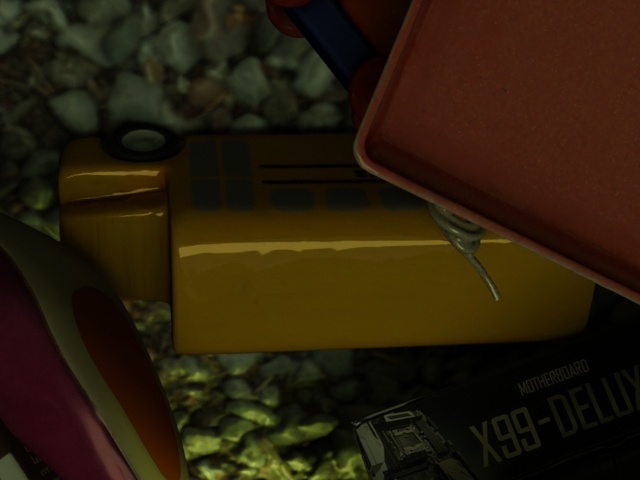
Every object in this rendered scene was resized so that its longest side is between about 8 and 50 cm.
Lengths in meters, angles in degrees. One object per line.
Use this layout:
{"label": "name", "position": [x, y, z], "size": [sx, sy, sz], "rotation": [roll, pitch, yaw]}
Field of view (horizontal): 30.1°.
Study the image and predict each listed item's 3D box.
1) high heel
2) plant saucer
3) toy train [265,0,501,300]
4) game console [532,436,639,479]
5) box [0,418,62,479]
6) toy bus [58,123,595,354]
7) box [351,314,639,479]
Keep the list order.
{"label": "high heel", "position": [-0.230, 0.045, 0.687], "size": [0.181, 0.127, 0.377], "rotation": [-36, 79, 7]}
{"label": "plant saucer", "position": [0.162, -0.109, 0.650], "size": [0.259, 0.047, 0.259], "rotation": [24, 85, -22]}
{"label": "toy train", "position": [0.080, -0.107, 0.684], "size": [0.143, 0.105, 0.248], "rotation": [-38, 87, 1]}
{"label": "game console", "position": [0.161, 0.198, 0.823], "size": [0.386, 0.060, 0.342], "rotation": [-32, 152, 30]}
{"label": "box", "position": [-0.203, 0.192, 0.793], "size": [0.168, 0.167, 0.203], "rotation": [-35, 88, 16]}
{"label": "toy bus", "position": [0.000, 0.000, 0.771], "size": [0.332, 0.130, 0.108], "rotation": [-1, 123, -9]}
{"label": "box", "position": [0.195, 0.129, 0.849], "size": [0.307, 0.077, 0.242], "rotation": [-22, 160, 6]}
